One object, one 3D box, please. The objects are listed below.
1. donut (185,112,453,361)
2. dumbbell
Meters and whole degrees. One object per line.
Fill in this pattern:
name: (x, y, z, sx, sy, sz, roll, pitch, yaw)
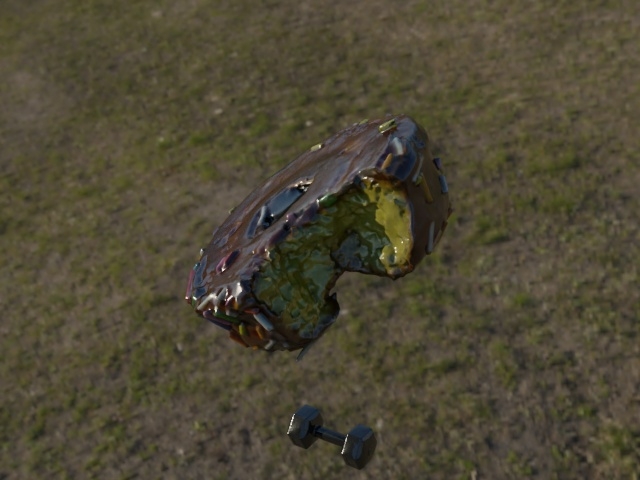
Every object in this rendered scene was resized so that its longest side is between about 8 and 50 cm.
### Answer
donut: (0.001, -0.001, 0.838, 0.230, 0.096, 0.216, -44, 17, -10)
dumbbell: (0.011, 0.182, 0.973, 0.083, 0.036, 0.040, 15, 27, 30)
